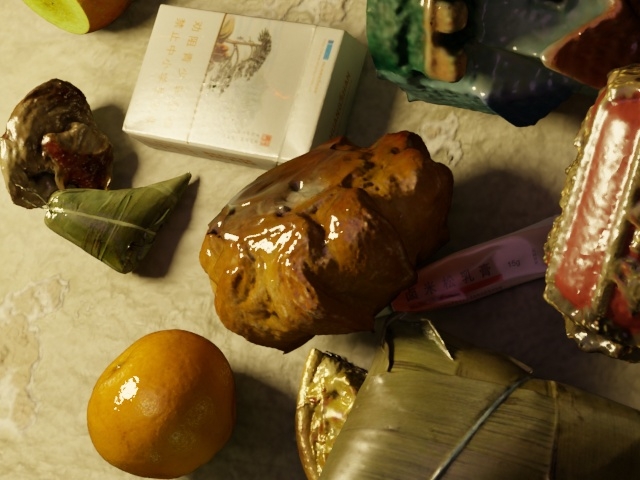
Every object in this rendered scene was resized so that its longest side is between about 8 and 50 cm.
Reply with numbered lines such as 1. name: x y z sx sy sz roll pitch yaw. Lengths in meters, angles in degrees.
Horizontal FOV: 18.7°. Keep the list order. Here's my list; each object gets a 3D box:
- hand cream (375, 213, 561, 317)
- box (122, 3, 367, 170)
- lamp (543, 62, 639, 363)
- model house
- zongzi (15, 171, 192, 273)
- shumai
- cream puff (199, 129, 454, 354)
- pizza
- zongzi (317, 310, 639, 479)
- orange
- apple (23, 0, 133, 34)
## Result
1. hand cream: 0.140 0.036 1.885 0.216 0.038 0.052 -20 95 16
2. box: -0.079 -0.156 2.027 0.233 0.067 0.149 12 83 29
3. lamp: 0.297 -0.029 1.714 0.177 0.177 0.274 25 108 30
4. model house: 0.246 -0.247 1.800 0.329 0.251 0.295 17 83 23
5. zongzi: -0.231 -0.054 2.055 0.154 0.062 0.130 32 86 1
6. shumai: -0.277 -0.105 2.086 0.105 0.123 0.139 -7 60 14
7. cream puff: 0.000 0.000 1.860 0.269 0.241 0.155 -25 108 34
8. pizza: 0.021 0.177 1.899 0.099 0.036 0.160 -13 71 23
9. zongzi: 0.166 0.260 1.726 0.360 0.160 0.323 17 72 21
10. orange: -0.152 0.166 1.933 0.159 0.159 0.136 -44 102 9
11. apple: -0.279 -0.314 2.124 0.146 0.147 0.163 3 79 28
